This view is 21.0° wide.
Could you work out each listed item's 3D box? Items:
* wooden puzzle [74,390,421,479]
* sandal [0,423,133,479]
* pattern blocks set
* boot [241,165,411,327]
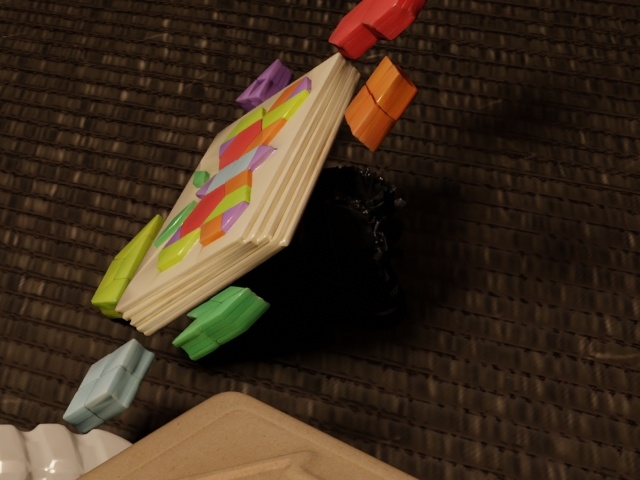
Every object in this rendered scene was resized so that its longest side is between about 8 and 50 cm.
[{"bbox_3d":[-0.056,0.206,0.756,0.322,0.080,0.348,-29,30,-35],"label":"wooden puzzle"},{"bbox_3d":[-0.286,0.179,0.929,0.416,0.102,0.169,3,42,-3],"label":"sandal"},{"bbox_3d":[-0.047,-0.033,1.053,0.285,0.026,0.325,-37,21,31],"label":"pattern blocks set"},{"bbox_3d":[-0.001,0.000,1.070,0.121,0.099,0.045,11,42,27],"label":"boot"}]
